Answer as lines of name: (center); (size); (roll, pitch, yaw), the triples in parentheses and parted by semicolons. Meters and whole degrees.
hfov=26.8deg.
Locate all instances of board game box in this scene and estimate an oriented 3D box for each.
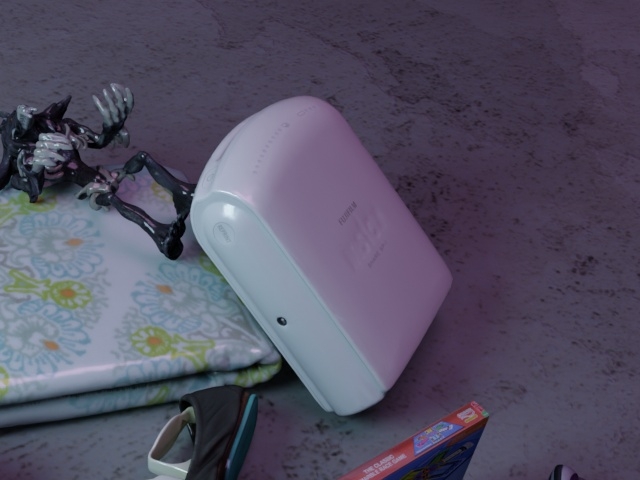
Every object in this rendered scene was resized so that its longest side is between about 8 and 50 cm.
board game box: (0.041, 0.259, 1.269); (0.281, 0.145, 0.027); (-23, 53, -38)

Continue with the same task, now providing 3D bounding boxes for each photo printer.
photo printer: (0.000, 0.000, 1.470); (0.307, 0.107, 0.256); (55, 37, -13)

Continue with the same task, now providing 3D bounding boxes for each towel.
towel: (-0.267, 0.054, 1.457); (0.374, 0.090, 0.320); (-7, 47, -25)

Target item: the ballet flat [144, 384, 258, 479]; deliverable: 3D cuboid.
ballet flat: (-0.124, 0.240, 1.288); (0.096, 0.095, 0.280); (6, 29, 2)

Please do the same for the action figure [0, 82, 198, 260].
action figure: (-0.252, -0.094, 1.454); (0.275, 0.141, 0.164); (27, 52, 8)

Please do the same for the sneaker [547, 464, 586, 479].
sneaker: (0.266, 0.318, 1.331); (0.098, 0.083, 0.224); (21, 38, -2)
